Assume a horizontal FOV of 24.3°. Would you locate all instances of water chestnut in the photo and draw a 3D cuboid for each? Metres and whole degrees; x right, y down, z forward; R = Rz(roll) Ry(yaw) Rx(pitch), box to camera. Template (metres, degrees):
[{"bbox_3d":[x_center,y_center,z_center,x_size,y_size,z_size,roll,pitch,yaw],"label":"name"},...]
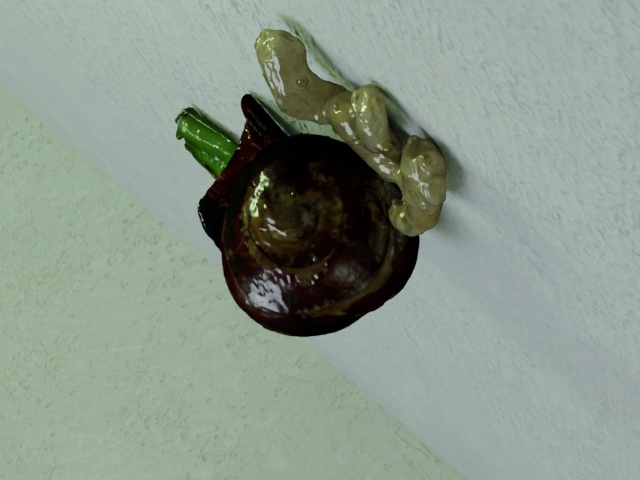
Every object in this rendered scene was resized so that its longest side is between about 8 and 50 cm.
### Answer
[{"bbox_3d":[0.000,0.000,1.644,0.224,0.223,0.238,41,168,11],"label":"water chestnut"}]

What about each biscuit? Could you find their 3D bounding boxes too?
[{"bbox_3d":[-0.067,-0.058,1.770,0.063,0.235,0.151,-26,120,39],"label":"biscuit"}]

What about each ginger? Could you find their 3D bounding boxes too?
[{"bbox_3d":[0.040,-0.113,1.446,0.258,0.065,0.149,50,157,-12],"label":"ginger"}]

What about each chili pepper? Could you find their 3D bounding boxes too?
[{"bbox_3d":[-0.088,-0.084,2.084,0.359,0.076,0.085,35,143,39],"label":"chili pepper"}]
